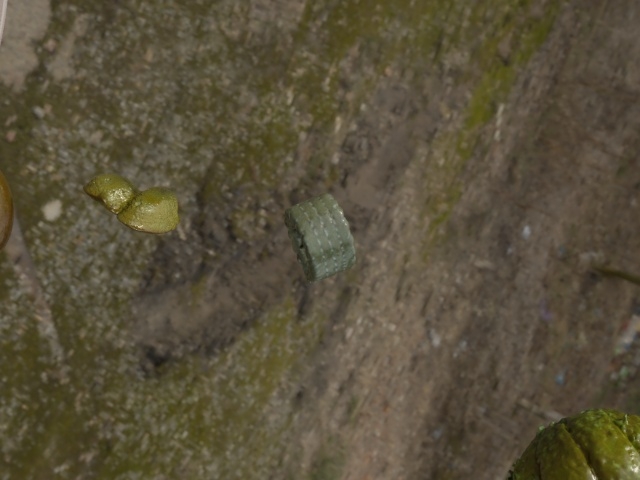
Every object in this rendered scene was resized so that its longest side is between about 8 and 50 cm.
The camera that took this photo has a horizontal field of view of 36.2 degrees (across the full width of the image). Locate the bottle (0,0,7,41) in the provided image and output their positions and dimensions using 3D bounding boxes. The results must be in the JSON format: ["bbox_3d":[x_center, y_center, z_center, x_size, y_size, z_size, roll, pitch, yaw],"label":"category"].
[{"bbox_3d":[-0.426,-0.243,0.925,0.147,0.236,0.147,-171,-90,-78],"label":"bottle"}]

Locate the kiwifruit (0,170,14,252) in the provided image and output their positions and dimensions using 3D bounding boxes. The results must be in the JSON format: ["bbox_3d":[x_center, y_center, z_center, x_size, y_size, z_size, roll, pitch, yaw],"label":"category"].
[{"bbox_3d":[-0.495,-0.032,1.212,0.196,0.234,0.196,3,86,-54],"label":"kiwifruit"}]

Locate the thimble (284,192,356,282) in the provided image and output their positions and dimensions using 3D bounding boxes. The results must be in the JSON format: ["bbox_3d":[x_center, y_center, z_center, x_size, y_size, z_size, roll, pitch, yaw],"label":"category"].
[{"bbox_3d":[0.000,0.000,1.171,0.062,0.084,0.110,-22,137,-11],"label":"thimble"}]

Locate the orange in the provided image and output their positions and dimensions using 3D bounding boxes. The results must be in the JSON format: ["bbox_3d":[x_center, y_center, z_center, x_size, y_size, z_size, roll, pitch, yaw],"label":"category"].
[{"bbox_3d":[0.451,0.393,1.604,0.301,0.223,0.300,2,140,-44],"label":"orange"}]

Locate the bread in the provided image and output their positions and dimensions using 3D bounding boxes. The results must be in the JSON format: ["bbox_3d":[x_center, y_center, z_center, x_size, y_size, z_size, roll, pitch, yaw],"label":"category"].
[{"bbox_3d":[-0.298,-0.072,1.597,0.065,0.149,0.188,-63,169,14],"label":"bread"}]
